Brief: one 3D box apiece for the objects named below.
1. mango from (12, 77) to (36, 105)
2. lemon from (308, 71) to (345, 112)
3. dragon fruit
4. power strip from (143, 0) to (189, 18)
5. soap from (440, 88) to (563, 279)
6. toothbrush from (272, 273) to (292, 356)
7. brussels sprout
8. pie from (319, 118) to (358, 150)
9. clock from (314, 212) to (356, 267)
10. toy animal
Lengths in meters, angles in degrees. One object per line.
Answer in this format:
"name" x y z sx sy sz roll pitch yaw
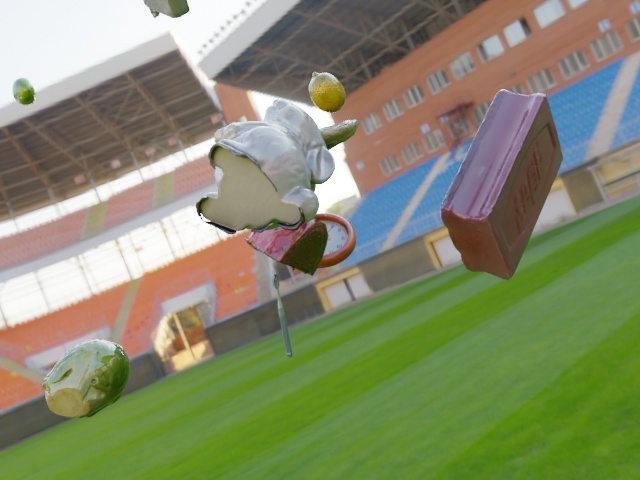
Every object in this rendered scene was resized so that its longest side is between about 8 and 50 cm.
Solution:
"mango" -0.771 -0.388 1.948 0.056 0.073 0.108 -20 21 -27
"lemon" 0.014 -0.361 1.812 0.082 0.110 0.082 -36 8 6
"dragon fruit" -0.071 0.001 1.871 0.189 0.163 0.262 -33 -20 8
"power strip" -0.310 -0.528 1.355 0.046 0.270 0.118 -36 47 -25
"soap" 0.408 -0.128 1.660 0.128 0.233 0.359 11 61 35
"toothbrush" -0.092 0.183 1.802 0.016 0.219 0.019 -8 19 2
"brussels sprout" -0.458 0.271 1.476 0.162 0.143 0.180 -14 14 -1
"pie" -0.004 -0.226 1.699 0.218 0.052 0.185 -26 -2 -28
"clock" 0.000 0.000 2.119 0.205 0.205 0.051 -22 -44 -12
"toy animal" -0.079 -0.150 1.448 0.194 0.258 0.357 -58 -6 34
